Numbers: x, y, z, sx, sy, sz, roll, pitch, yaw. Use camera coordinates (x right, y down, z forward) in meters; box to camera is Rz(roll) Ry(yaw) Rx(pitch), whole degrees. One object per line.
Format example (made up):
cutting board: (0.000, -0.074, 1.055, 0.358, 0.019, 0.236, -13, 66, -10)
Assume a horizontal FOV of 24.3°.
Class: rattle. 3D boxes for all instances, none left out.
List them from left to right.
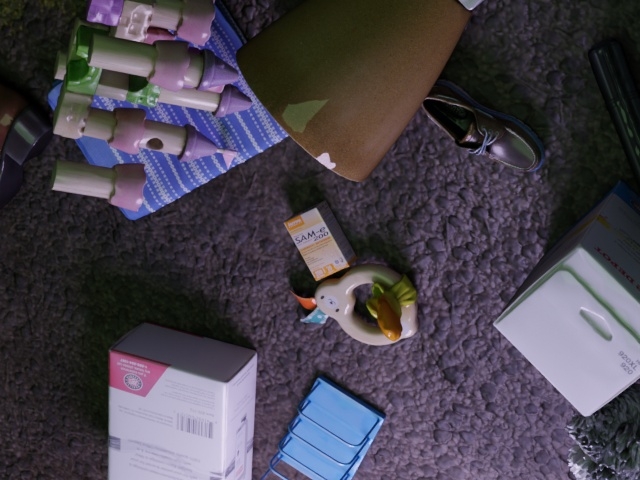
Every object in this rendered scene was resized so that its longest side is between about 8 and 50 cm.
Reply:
rattle: (0.031, 0.112, 2.106, 0.200, 0.142, 0.130, 3, 131, 18)

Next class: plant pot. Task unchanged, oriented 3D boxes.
plant pot: (0.065, -0.244, 1.899, 0.254, 0.237, 0.237, -42, 90, 18)

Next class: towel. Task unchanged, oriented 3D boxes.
towel: (-0.223, -0.189, 2.149, 0.336, 0.040, 0.243, -27, 99, 31)

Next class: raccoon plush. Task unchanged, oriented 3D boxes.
raccoon plush: (0.472, 0.370, 1.868, 0.446, 0.216, 0.299, 45, 159, 37)

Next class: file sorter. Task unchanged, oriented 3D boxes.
file sorter: (-0.001, 0.315, 2.225, 0.118, 0.104, 0.170, 31, 121, 9)

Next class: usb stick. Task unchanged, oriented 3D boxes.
usb stick: (0.395, -0.118, 1.835, 0.045, 0.077, 0.278, -20, 87, 8)

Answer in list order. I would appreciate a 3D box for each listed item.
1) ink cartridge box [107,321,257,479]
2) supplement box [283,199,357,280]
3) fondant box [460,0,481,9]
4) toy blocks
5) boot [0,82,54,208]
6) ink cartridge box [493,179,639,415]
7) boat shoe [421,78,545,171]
ink cartridge box: (-0.217, 0.293, 2.308, 0.207, 0.117, 0.283, 13, 116, 19)
supplement box: (0.000, 0.000, 2.127, 0.062, 0.036, 0.098, -25, 99, 31)
fondant box: (0.244, -0.381, 1.504, 0.096, 0.330, 0.238, 45, 122, -1)
toy blocks: (-0.209, -0.232, 2.014, 0.260, 0.309, 0.288, 9, 134, -18)
boot: (-0.577, -0.176, 2.289, 0.280, 0.096, 0.264, 42, 123, 4)
ink cartridge box: (0.359, 0.070, 1.872, 0.171, 0.233, 0.168, 44, 122, 2)
boat shoe: (0.207, -0.140, 1.950, 0.183, 0.066, 0.066, 31, 122, 10)
